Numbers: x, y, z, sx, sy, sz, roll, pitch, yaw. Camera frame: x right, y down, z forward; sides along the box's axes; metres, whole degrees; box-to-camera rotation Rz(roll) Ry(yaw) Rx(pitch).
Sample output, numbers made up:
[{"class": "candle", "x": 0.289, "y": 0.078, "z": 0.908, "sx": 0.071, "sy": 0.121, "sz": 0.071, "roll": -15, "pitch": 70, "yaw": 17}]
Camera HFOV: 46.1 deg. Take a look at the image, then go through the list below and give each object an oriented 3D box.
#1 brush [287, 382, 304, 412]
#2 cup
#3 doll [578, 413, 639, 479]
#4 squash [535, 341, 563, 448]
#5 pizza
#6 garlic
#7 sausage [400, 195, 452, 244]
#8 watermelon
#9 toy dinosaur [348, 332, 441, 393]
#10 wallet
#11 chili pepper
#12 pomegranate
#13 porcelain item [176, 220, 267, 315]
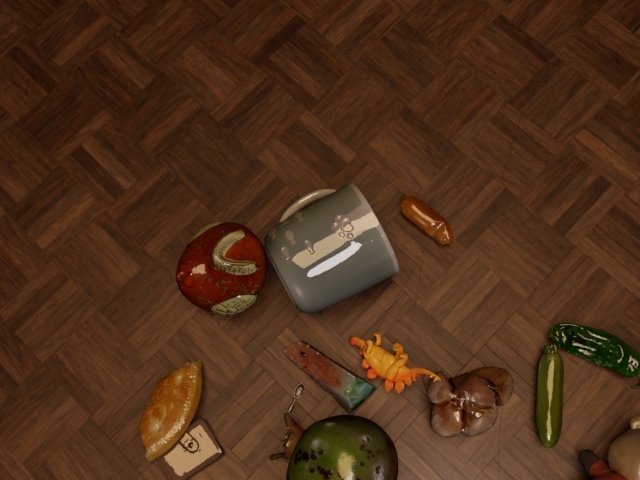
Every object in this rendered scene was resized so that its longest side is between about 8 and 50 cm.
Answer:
[{"class": "brush", "x": -0.064, "y": 0.402, "z": 1.915, "sx": 0.024, "sy": 0.008, "sz": 0.083, "roll": 26, "pitch": 77, "yaw": 7}, {"class": "cup", "x": 0.000, "y": 0.000, "z": 1.924, "sx": 0.275, "sy": 0.259, "sz": 0.356, "roll": -28, "pitch": 43, "yaw": -4}, {"class": "doll", "x": 0.707, "y": 0.566, "z": 1.730, "sx": 0.330, "sy": 0.174, "sz": 0.235, "roll": -37, "pitch": 69, "yaw": -5}, {"class": "squash", "x": 0.562, "y": 0.379, "z": 1.846, "sx": 0.069, "sy": 0.069, "sz": 0.258, "roll": 6, "pitch": 73, "yaw": 6}, {"class": "pizza", "x": -0.377, "y": 0.424, "z": 1.896, "sx": 0.134, "sy": 0.056, "sz": 0.271, "roll": 2, "pitch": 62, "yaw": 25}, {"class": "garlic", "x": 0.361, "y": 0.394, "z": 1.817, "sx": 0.214, "sy": 0.191, "sz": 0.160, "roll": 1, "pitch": 99, "yaw": -7}, {"class": "sausage", "x": 0.284, "y": -0.057, "z": 2.000, "sx": 0.183, "sy": 0.054, "sz": 0.062, "roll": 39, "pitch": 112, "yaw": 11}, {"class": "watermelon", "x": 0.010, "y": 0.323, "z": 1.881, "sx": 0.241, "sy": 0.154, "sz": 0.094, "roll": 33, "pitch": 79, "yaw": 25}, {"class": "toy dinosaur", "x": 0.176, "y": 0.317, "z": 1.867, "sx": 0.288, "sy": 0.070, "sz": 0.117, "roll": 25, "pitch": 114, "yaw": 36}, {"class": "wallet", "x": -0.331, "y": 0.529, "z": 1.884, "sx": 0.153, "sy": 0.039, "sz": 0.118, "roll": -35, "pitch": 77, "yaw": -5}, {"class": "chili pepper", "x": 0.696, "y": 0.274, "z": 1.870, "sx": 0.257, "sy": 0.074, "sz": 0.100, "roll": 23, "pitch": 80, "yaw": 15}, {"class": "pomegranate", "x": 0.019, "y": 0.523, "z": 1.739, "sx": 0.323, "sy": 0.291, "sz": 0.290, "roll": 31, "pitch": 79, "yaw": 12}, {"class": "porcelain item", "x": -0.266, "y": 0.073, "z": 1.895, "sx": 0.253, "sy": 0.253, "sz": 0.252, "roll": -1, "pitch": 74, "yaw": 4}]
